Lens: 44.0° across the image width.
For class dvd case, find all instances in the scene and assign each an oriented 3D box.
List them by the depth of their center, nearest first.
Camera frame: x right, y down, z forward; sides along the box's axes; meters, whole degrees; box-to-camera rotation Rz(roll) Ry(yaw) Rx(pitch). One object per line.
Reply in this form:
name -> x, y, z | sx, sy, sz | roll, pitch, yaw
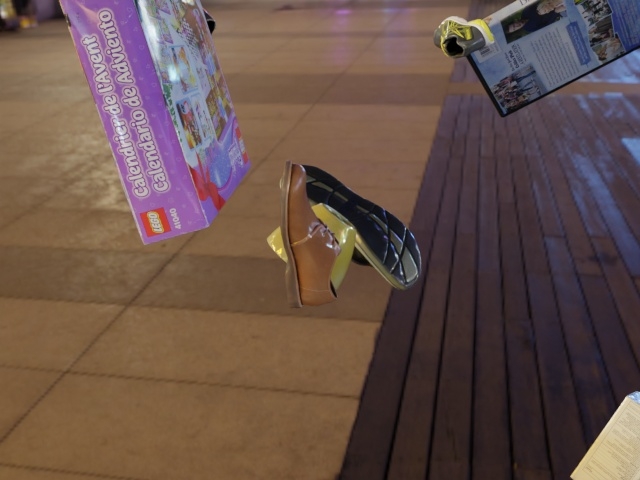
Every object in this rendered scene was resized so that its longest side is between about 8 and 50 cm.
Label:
dvd case -> 0.328, -0.278, 1.065 | 0.253, 0.180, 0.022 | -27, 53, 18

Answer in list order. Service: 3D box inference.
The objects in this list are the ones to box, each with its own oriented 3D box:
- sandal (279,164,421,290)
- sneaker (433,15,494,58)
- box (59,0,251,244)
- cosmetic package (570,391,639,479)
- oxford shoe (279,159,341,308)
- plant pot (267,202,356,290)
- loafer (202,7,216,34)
sandal -> 0.052, -0.019, 1.382 | 0.303, 0.086, 0.120 | 40, 41, 17
sneaker -> 0.120, -0.182, 0.714 | 0.035, 0.031, 0.083 | -33, 20, -13
box -> -0.132, -0.131, 0.713 | 0.057, 0.200, 0.293 | -15, 13, 5
cosmetic package -> 0.327, 0.225, 0.846 | 0.060, 0.115, 0.041 | 40, 22, 31
oxford shoe -> -0.013, -0.009, 1.011 | 0.076, 0.212, 0.076 | -4, 33, 6
plant pot -> 0.000, 0.000, 1.211 | 0.134, 0.095, 0.134 | 37, 8, -6
loafer -> -0.254, -0.319, 1.412 | 0.078, 0.220, 0.080 | 28, 8, 37
